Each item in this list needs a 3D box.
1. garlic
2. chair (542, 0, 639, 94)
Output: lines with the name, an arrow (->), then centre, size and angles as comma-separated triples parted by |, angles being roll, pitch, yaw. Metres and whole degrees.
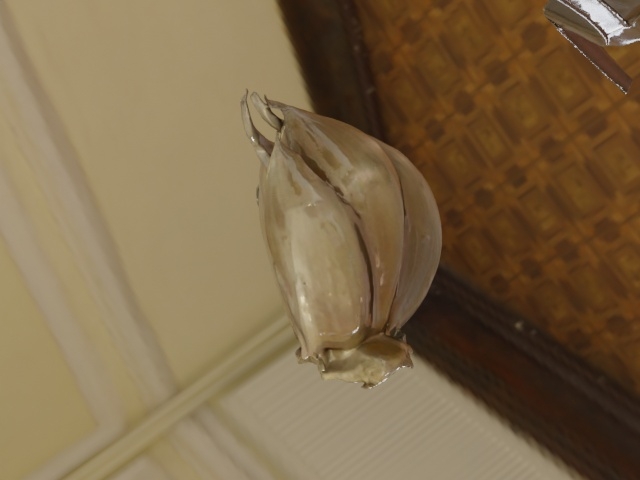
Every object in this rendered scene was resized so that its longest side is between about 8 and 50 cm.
garlic -> 0.000, 0.000, 1.225 | 0.210, 0.237, 0.292 | -15, 82, 31
chair -> 0.267, -0.254, 1.140 | 0.326, 0.176, 0.183 | 31, -176, -35
